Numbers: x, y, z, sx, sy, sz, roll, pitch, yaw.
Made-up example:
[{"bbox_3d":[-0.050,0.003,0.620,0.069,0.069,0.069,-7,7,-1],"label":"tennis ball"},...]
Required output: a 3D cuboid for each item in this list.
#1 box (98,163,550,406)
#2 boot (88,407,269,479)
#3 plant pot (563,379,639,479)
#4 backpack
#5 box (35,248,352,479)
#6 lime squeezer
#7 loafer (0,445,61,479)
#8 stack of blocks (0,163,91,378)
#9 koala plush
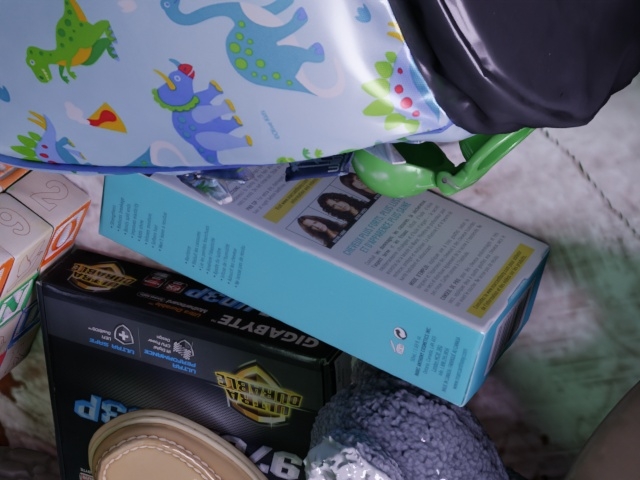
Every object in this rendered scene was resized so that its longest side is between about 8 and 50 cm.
[{"bbox_3d":[0.000,0.000,1.036,0.244,0.100,0.060,25,129,17],"label":"box"},{"bbox_3d":[-0.060,0.245,1.078,0.095,0.203,0.262,-25,113,13],"label":"boot"},{"bbox_3d":[0.252,0.170,0.921,0.229,0.263,0.263,42,134,28],"label":"plant pot"},{"bbox_3d":[-0.058,-0.163,0.899,0.355,0.273,0.290,9,129,44],"label":"backpack"},{"bbox_3d":[-0.078,0.112,1.186,0.220,0.051,0.175,14,125,23],"label":"box"},{"bbox_3d":[0.076,-0.079,0.985,0.310,0.059,0.110,0,85,32],"label":"lime squeezer"},{"bbox_3d":[-0.175,0.231,1.280,0.319,0.112,0.111,15,116,23],"label":"loafer"},{"bbox_3d":[-0.284,0.072,1.124,0.087,0.297,0.171,36,132,8],"label":"stack of blocks"},{"bbox_3d":[0.073,0.167,1.052,0.203,0.196,0.221,-26,102,28],"label":"koala plush"}]
